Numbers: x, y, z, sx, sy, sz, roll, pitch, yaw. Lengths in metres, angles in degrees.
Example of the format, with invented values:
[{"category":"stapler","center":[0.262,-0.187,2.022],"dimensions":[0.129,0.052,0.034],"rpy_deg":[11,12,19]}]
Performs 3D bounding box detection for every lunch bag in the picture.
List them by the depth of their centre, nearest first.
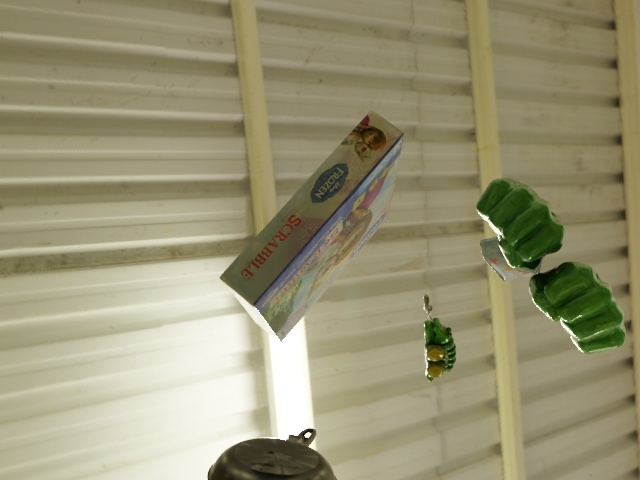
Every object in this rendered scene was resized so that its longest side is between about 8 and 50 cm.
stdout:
[{"category":"lunch bag","center":[0.310,0.020,0.933],"dimensions":[0.083,0.071,0.053],"rpy_deg":[42,-126,-22]}]

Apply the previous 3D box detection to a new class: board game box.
[{"category":"board game box","center":[0.000,0.000,0.910],"dimensions":[0.065,0.318,0.319],"rpy_deg":[38,-102,14]}]

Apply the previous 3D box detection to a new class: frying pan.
[{"category":"frying pan","center":[-0.031,0.346,0.908],"dimensions":[0.326,0.197,0.053],"rpy_deg":[3,-85,-55]}]

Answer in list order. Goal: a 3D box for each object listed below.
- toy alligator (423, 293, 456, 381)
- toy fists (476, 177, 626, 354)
[{"category":"toy alligator","center":[0.200,0.166,0.953],"dimensions":[0.051,0.056,0.190],"rpy_deg":[-3,-57,8]},{"category":"toy fists","center":[0.320,0.032,0.806],"dimensions":[0.096,0.142,0.279],"rpy_deg":[-33,-100,11]}]
